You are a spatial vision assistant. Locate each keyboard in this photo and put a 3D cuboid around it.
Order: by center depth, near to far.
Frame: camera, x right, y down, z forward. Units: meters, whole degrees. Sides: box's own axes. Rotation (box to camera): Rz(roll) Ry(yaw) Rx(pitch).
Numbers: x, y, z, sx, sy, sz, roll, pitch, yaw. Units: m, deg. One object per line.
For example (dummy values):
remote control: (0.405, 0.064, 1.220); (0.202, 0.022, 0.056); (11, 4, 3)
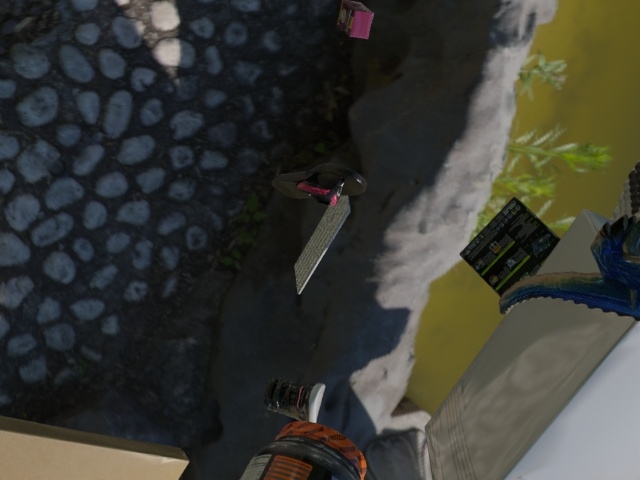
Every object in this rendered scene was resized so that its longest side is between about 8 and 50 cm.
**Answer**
keyboard: (0.000, 0.000, 1.491); (0.014, 0.072, 0.256); (13, 137, -16)

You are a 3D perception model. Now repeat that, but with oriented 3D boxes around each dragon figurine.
dragon figurine: (0.250, 0.040, 0.513); (0.085, 0.289, 0.144); (-1, 66, -59)

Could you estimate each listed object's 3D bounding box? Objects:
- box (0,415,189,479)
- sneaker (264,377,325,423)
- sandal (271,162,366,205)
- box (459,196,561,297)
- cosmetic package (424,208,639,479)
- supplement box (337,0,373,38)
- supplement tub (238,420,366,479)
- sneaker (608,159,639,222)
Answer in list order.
box: (-0.221, 0.209, 0.605); (0.201, 0.021, 0.164); (23, 104, -39)
sneaker: (-0.072, 0.403, 2.034); (0.147, 0.296, 0.104); (17, 73, 0)
sandal: (-0.005, -0.069, 1.109); (0.067, 0.179, 0.040); (38, 64, -33)
box: (0.447, 0.028, 1.845); (0.190, 0.184, 0.045); (-49, 154, 14)
cosmetic package: (0.272, 0.175, 0.886); (0.155, 0.197, 0.365); (23, 120, -13)
supplement box: (0.070, -0.446, 1.619); (0.043, 0.083, 0.055); (2, 119, -21)
supplement tub: (-0.060, 0.465, 1.258); (0.207, 0.207, 0.338); (58, 41, -25)
sneaker: (0.506, -0.029, 1.215); (0.118, 0.292, 0.110); (13, 55, 5)
